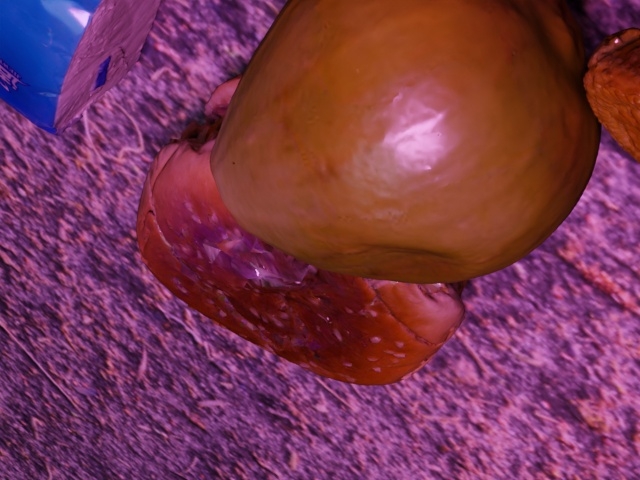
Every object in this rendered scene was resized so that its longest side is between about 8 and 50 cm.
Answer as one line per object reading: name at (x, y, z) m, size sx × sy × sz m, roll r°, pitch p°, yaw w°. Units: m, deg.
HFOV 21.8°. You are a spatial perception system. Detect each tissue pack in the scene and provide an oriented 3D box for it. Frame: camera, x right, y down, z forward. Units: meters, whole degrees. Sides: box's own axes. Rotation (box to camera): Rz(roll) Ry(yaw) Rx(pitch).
tissue pack at (-0.238, -0.220, 1.140) m, size 0.270 × 0.137 × 0.209 m, roll 38°, pitch 147°, yaw 1°

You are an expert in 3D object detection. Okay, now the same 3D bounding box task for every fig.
fig at (0.053, -0.066, 0.967) m, size 0.207 × 0.207 × 0.230 m, roll 37°, pitch 119°, yaw 3°

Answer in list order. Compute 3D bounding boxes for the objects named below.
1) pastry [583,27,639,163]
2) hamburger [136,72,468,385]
pastry at (0.190, -0.069, 0.884) m, size 0.109 × 0.057 × 0.097 m, roll 48°, pitch 166°, yaw -4°
hamburger at (0.000, 0.000, 1.172) m, size 0.286 × 0.146 × 0.243 m, roll 1°, pitch 137°, yaw 40°
